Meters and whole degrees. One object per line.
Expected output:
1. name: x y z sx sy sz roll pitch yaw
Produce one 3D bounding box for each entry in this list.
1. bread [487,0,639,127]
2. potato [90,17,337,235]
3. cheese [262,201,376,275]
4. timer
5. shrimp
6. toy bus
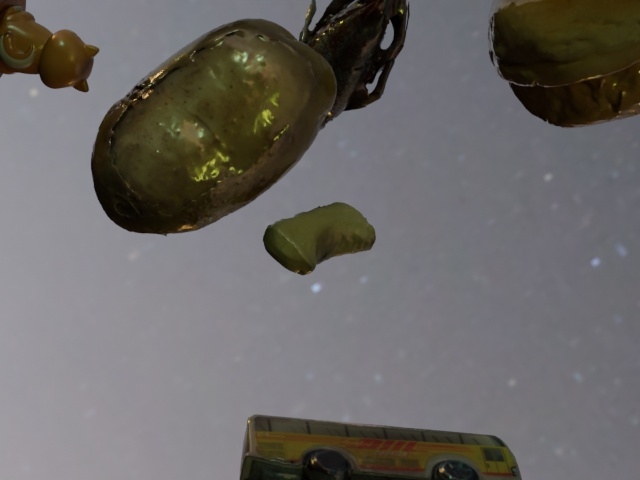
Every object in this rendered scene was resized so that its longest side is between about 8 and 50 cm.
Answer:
1. bread: 0.217 -0.165 1.282 0.198 0.236 0.120 -16 -74 15
2. potato: -0.070 -0.070 1.137 0.107 0.170 0.080 47 -6 1
3. cheese: 0.000 0.000 1.156 0.044 0.083 0.030 32 -59 27
4. timer: -0.271 -0.175 1.598 0.152 0.132 0.132 21 -36 8
5. shrimp: 0.021 -0.150 1.382 0.075 0.190 0.073 25 20 -20
6. toy bus: 0.055 0.227 1.694 0.106 0.268 0.092 -96 -166 -59
